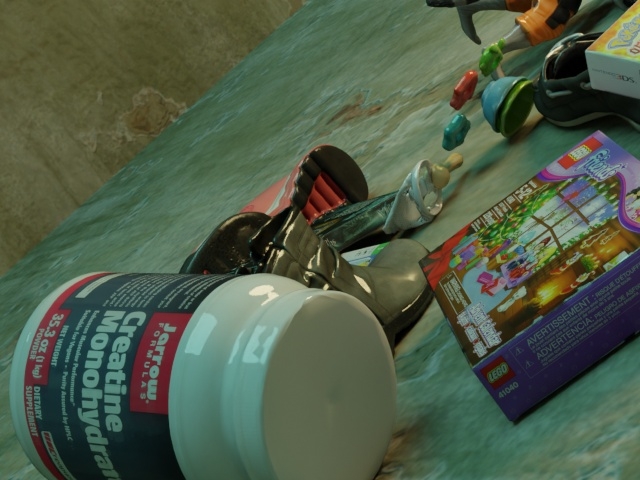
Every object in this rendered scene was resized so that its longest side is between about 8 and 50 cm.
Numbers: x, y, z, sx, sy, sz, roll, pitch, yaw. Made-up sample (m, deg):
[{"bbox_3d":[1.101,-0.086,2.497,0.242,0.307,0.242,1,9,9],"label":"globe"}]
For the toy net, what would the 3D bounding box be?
[{"bbox_3d":[0.146,-0.098,1.695,0.232,0.045,0.122,-53,-23,-13],"label":"toy net"}]

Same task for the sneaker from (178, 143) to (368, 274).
[{"bbox_3d":[-0.066,0.014,1.857,0.314,0.116,0.136,-42,3,-42],"label":"sneaker"}]

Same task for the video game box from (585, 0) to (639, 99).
[{"bbox_3d":[0.358,-0.181,1.352,0.187,0.048,0.205,18,51,42],"label":"video game box"}]

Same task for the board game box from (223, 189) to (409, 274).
[{"bbox_3d":[0.000,0.000,1.732,0.186,0.026,0.126,-30,8,-36],"label":"board game box"}]

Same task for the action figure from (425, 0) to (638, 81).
[{"bbox_3d":[0.300,-0.328,1.870,0.330,0.178,0.341,-44,11,14],"label":"action figure"}]

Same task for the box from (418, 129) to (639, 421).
[{"bbox_3d":[0.191,0.017,1.284,0.201,0.057,0.293,-36,15,5],"label":"box"}]

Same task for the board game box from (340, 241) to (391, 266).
[{"bbox_3d":[-0.012,0.069,1.652,0.136,0.035,0.201,-46,16,-29],"label":"board game box"}]

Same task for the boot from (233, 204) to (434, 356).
[{"bbox_3d":[0.017,0.026,1.462,0.083,0.161,0.246,-27,18,34],"label":"boot"}]

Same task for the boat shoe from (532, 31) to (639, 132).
[{"bbox_3d":[0.280,-0.174,1.579,0.112,0.095,0.335,-39,15,-5],"label":"boat shoe"}]

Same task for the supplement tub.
[{"bbox_3d":[-0.097,0.121,1.284,0.272,0.191,0.191,-1,36,39],"label":"supplement tub"}]
